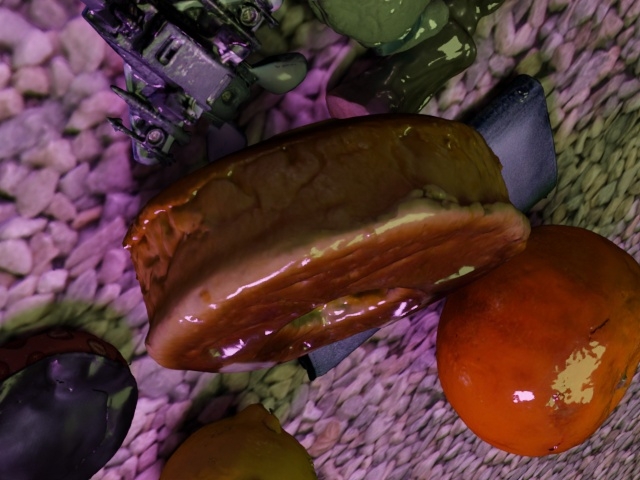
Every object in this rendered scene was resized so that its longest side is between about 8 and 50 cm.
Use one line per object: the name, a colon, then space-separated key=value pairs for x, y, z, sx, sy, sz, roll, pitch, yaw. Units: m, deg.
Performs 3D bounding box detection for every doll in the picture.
doll: x=0.039 y=-0.213 z=0.865 sx=0.214 sy=0.071 sz=0.103 roll=26 pitch=101 yaw=-50

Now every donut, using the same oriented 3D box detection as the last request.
donut: x=0.000 y=0.000 z=0.896 sx=0.330 sy=0.160 sz=0.330 roll=-17 pitch=158 yaw=-7

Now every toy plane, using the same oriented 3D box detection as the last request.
toy plane: x=-0.114 y=-0.143 z=0.763 sx=0.169 sy=0.078 sz=0.246 roll=-51 pitch=145 yaw=5

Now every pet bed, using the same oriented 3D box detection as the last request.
pet bed: x=-0.247 y=0.163 z=0.932 sx=0.201 sy=0.053 sz=0.201 roll=-27 pitch=140 yaw=-26

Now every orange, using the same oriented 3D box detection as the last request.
orange: x=0.265 y=0.117 z=1.279 sx=0.284 sy=0.226 sz=0.284 roll=-38 pitch=145 yaw=-33

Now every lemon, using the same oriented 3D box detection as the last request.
lemon: x=-0.086 y=0.269 z=1.103 sx=0.173 sy=0.173 sz=0.206 roll=19 pitch=87 yaw=-53

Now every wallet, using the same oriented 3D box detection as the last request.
wallet: x=0.111 y=-0.008 z=1.156 sx=0.379 sy=0.046 sz=0.190 roll=-40 pitch=146 yaw=-13

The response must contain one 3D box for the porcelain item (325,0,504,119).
porcelain item: x=0.104 y=-0.173 z=0.988 sx=0.215 sy=0.069 sz=0.081 roll=-45 pitch=140 yaw=-13
